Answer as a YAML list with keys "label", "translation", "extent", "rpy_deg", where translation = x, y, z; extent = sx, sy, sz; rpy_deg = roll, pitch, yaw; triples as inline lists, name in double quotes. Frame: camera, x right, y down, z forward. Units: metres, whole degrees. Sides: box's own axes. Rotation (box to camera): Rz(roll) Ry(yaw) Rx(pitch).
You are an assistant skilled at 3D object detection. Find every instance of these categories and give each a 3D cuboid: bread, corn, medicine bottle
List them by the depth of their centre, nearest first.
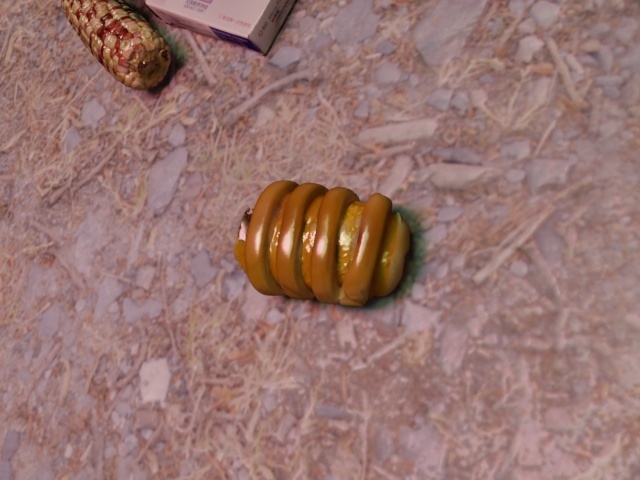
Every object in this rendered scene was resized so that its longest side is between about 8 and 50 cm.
- label: "bread"
  translation: [0.000, 0.000, 0.764]
  extent: [0.177, 0.084, 0.119]
  rpy_deg: [5, 74, 27]
- label: "medicine bottle"
  translation: [-0.109, -0.337, 0.980]
  extent: [0.201, 0.052, 0.171]
  rpy_deg: [28, 86, 33]
- label: "corn"
  translation: [-0.283, -0.285, 1.039]
  extent: [0.086, 0.086, 0.253]
  rpy_deg: [-48, 55, 5]
